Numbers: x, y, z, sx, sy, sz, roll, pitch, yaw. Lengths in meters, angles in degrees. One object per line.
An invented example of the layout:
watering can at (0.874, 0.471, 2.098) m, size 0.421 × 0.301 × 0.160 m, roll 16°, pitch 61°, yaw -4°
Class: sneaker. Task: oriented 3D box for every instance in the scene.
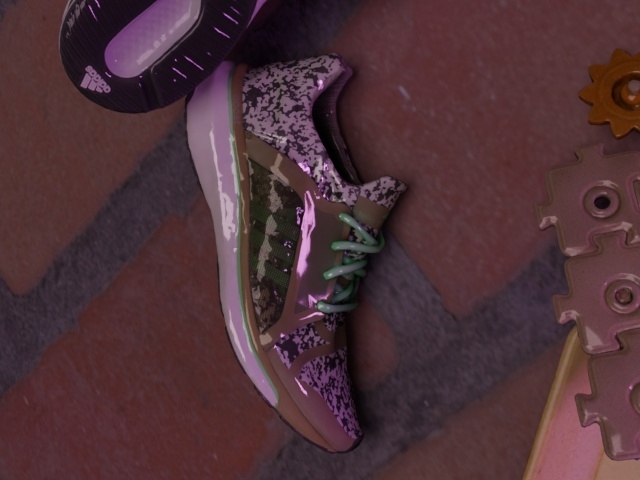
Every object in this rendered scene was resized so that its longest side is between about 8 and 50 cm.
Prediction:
sneaker at (-0.070, -0.322, 0.859) m, size 0.447 × 0.169 × 0.257 m, roll -35°, pitch 34°, yaw 1°
sneaker at (0.000, 0.000, 0.864) m, size 0.182 × 0.158 × 0.410 m, roll -16°, pitch 89°, yaw 19°

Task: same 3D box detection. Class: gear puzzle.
gear puzzle at (0.264, -0.001, 0.709) m, size 0.175 × 0.044 × 0.339 m, roll -12°, pitch 68°, yaw 12°

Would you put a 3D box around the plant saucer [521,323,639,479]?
plant saucer at (0.316, 0.266, 0.701) m, size 0.333 × 0.081 × 0.333 m, roll 19°, pitch 94°, yaw 28°
